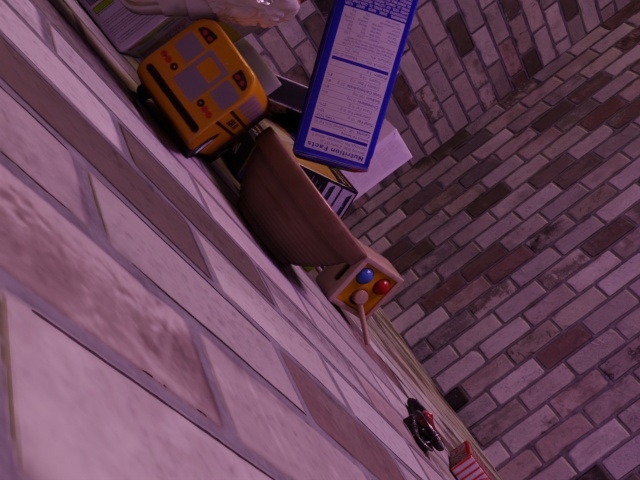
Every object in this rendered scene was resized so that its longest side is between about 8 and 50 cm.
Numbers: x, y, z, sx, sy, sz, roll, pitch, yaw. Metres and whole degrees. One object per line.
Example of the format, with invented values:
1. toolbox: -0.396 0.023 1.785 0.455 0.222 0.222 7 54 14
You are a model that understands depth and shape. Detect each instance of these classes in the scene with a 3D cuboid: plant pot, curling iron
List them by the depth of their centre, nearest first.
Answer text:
1. plant pot: -0.044 -0.041 1.045 0.237 0.110 0.237 52 3 -4
2. curling iron: 0.162 0.284 1.149 0.068 0.035 0.274 53 3 4

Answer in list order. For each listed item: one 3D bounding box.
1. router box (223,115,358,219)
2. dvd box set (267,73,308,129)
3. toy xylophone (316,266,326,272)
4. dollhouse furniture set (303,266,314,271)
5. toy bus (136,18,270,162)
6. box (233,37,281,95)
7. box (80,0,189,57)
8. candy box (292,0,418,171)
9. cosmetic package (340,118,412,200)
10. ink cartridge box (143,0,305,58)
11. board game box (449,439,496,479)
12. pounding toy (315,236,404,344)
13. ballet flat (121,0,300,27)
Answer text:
1. router box: -0.087 -0.175 1.460 0.243 0.081 0.309 23 19 -31
2. dvd box set: -0.087 -0.289 1.679 0.307 0.062 0.420 20 -6 -11
3. toy xylophone: 0.000 0.000 1.618 0.323 0.081 0.236 53 2 5
4. dollhouse furniture set: -0.028 0.005 1.284 0.076 0.058 0.152 53 2 22
5. toy bus: -0.147 -0.188 0.954 0.108 0.130 0.333 53 2 -4
6. box: -0.179 -0.290 1.318 0.091 0.170 0.130 51 4 -38
7. box: -0.277 -0.354 1.081 0.103 0.114 0.203 53 1 -14
8. candy box: 0.052 -0.266 1.092 0.122 0.317 0.268 17 5 -4
9. cosmetic package: 0.080 -0.160 1.602 0.099 0.239 0.060 51 3 -46
10. ink cartridge box: -0.159 -0.491 1.291 0.160 0.384 0.279 49 29 -34
11. board game box: 0.287 0.434 1.248 0.147 0.045 0.193 53 2 12
12. pounding toy: 0.075 0.096 1.339 0.130 0.141 0.100 33 14 -37
13. ballet flat: -0.221 -0.334 0.790 0.409 0.147 0.147 33 7 -12
